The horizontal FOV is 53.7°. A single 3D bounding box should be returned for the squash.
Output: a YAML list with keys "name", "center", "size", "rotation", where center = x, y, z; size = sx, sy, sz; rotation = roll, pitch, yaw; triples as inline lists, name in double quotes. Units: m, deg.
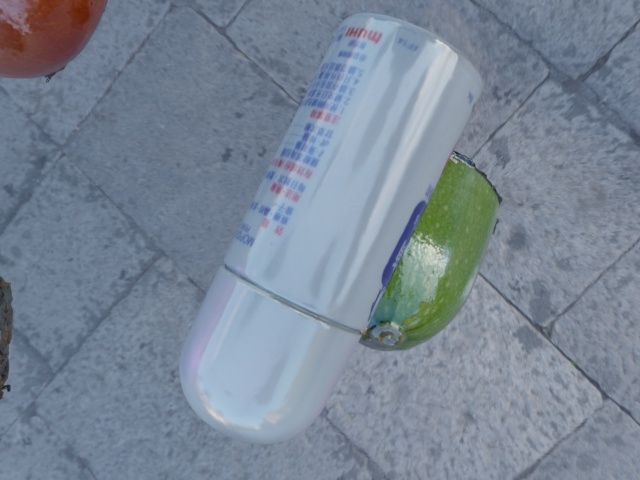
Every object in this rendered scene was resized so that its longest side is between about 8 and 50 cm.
- name: "squash"
  center: [0.116, 0.046, 1.023]
  size: [0.311, 0.310, 0.308]
  rotation: [13, 58, 13]

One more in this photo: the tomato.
- name: "tomato"
  center: [-0.407, -0.386, 0.798]
  size: [0.342, 0.273, 0.341]
  rotation: [-17, 62, 35]

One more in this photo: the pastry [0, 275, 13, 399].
- name: "pastry"
  center: [-0.458, 0.118, 0.756]
  size: [0.193, 0.275, 0.274]
  rotation: [-12, 91, 2]

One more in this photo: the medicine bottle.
- name: "medicine bottle"
  center: [0.000, 0.000, 0.512]
  size: [0.130, 0.130, 0.340]
  rotation: [26, 88, 11]
